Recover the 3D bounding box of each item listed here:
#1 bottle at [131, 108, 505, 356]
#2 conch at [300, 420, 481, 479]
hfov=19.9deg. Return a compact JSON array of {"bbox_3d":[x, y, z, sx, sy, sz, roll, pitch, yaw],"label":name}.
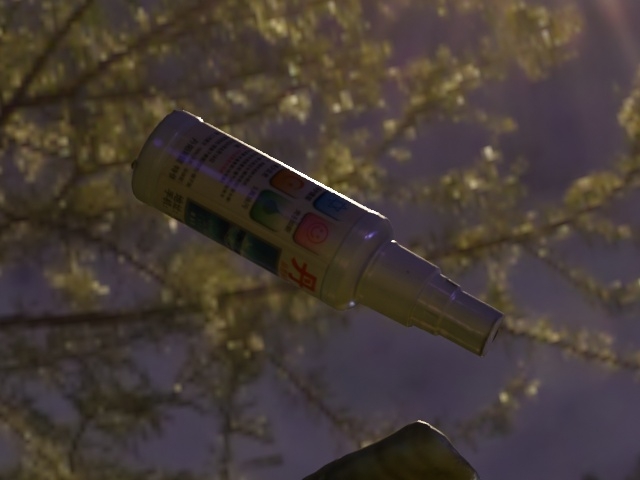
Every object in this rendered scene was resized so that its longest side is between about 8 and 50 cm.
[{"bbox_3d":[0.000,0.000,0.989,0.217,0.060,0.060,28,-30,16],"label":"bottle"},{"bbox_3d":[-0.063,0.218,0.732,0.203,0.169,0.386,27,-42,-34],"label":"conch"}]
